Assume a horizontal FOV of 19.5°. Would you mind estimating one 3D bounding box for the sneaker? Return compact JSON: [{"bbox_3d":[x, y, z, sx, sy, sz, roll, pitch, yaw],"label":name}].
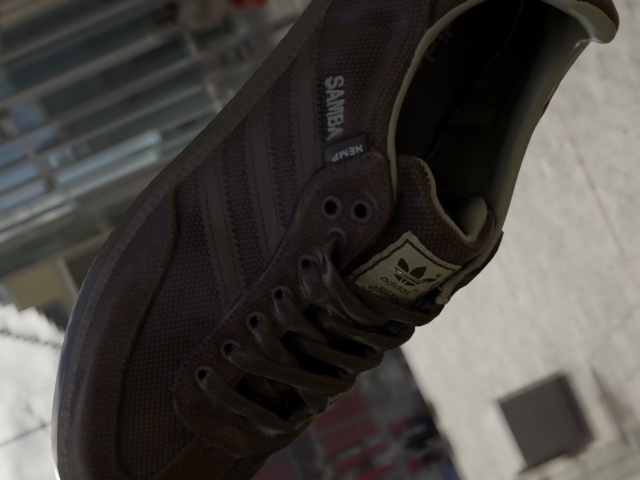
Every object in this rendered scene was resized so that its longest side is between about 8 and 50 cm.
[{"bbox_3d":[0.000,0.000,0.448,0.066,0.188,0.071,28,-174,-33],"label":"sneaker"}]
